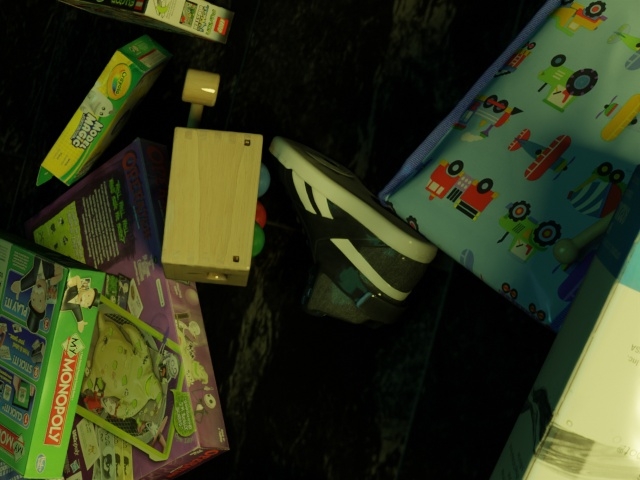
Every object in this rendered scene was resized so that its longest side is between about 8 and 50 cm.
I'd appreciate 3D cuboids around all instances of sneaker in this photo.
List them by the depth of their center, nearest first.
[{"bbox_3d":[0.000,0.000,1.302,0.217,0.079,0.121,40,107,40],"label":"sneaker"}]

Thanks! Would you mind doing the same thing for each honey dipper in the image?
[{"bbox_3d":[0.228,-0.033,0.985,0.160,0.030,0.030,-35,55,7],"label":"honey dipper"}]

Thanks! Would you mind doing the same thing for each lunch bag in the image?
[{"bbox_3d":[0.222,-0.082,1.096,0.293,0.138,0.221,-56,46,6],"label":"lunch bag"}]

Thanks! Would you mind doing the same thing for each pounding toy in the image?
[{"bbox_3d":[-0.096,-0.063,1.393,0.181,0.094,0.206,116,160,-80],"label":"pounding toy"}]

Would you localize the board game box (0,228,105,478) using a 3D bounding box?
[{"bbox_3d":[-0.343,0.103,1.529,0.317,0.046,0.214,18,97,52],"label":"board game box"}]

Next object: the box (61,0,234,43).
[{"bbox_3d":[-0.201,-0.254,1.529,0.207,0.114,0.036,19,93,44],"label":"box"}]

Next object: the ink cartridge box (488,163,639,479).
[{"bbox_3d":[0.248,0.136,0.930,0.223,0.129,0.307,24,98,-1],"label":"ink cartridge box"}]

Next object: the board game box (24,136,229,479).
[{"bbox_3d":[-0.210,0.091,1.502,0.208,0.056,0.347,-34,59,38],"label":"board game box"}]

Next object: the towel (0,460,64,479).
[{"bbox_3d":[-0.349,0.238,1.566,0.243,0.040,0.336,-28,63,47],"label":"towel"}]

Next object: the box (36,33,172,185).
[{"bbox_3d":[-0.234,-0.131,1.537,0.043,0.105,0.179,39,111,-2],"label":"box"}]
